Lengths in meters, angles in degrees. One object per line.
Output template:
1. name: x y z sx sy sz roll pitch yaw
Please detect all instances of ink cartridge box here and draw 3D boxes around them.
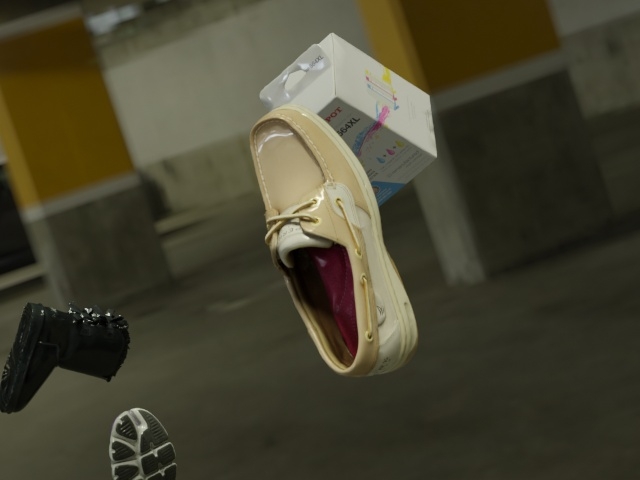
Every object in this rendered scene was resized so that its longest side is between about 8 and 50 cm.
1. ink cartridge box: 0.022 -0.112 1.584 0.092 0.143 0.090 -40 36 32

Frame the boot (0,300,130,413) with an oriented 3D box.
1. boot: -0.236 0.113 1.591 0.099 0.121 0.045 12 19 -27

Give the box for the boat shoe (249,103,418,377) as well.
1. boat shoe: 0.000 0.000 0.989 0.063 0.170 0.059 -32 -10 34

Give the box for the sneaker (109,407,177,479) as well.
1. sneaker: -0.181 0.243 1.689 0.068 0.170 0.071 -21 23 -32
